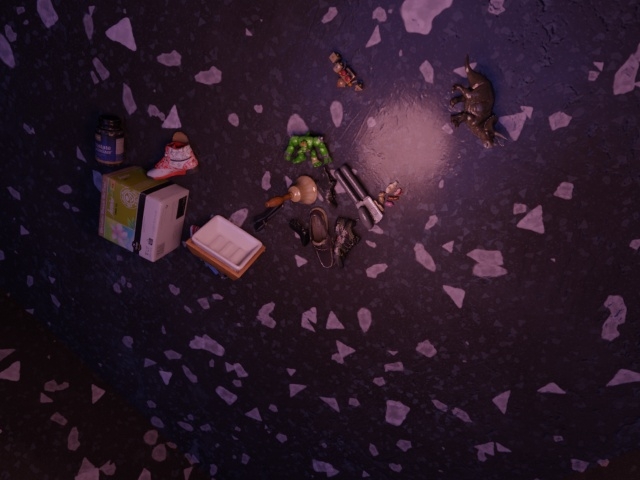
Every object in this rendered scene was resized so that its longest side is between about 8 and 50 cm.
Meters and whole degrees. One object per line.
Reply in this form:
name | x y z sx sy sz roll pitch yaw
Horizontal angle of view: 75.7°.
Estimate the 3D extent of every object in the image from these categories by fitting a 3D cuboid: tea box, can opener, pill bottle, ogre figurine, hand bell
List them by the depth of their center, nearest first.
ogre figurine | -0.057 -0.371 1.668 0.196 0.097 0.118 21 136 27
hand bell | -0.135 -0.178 1.672 0.126 0.242 0.126 18 119 35
can opener | 0.154 -0.180 1.676 0.074 0.093 0.280 -32 94 29
can opener | -0.235 -0.111 1.860 0.186 0.059 0.073 -39 69 19
pill bottle | -0.992 -0.469 1.936 0.122 0.123 0.219 20 117 11
tea box | -0.846 -0.133 1.970 0.323 0.220 0.329 24 118 9

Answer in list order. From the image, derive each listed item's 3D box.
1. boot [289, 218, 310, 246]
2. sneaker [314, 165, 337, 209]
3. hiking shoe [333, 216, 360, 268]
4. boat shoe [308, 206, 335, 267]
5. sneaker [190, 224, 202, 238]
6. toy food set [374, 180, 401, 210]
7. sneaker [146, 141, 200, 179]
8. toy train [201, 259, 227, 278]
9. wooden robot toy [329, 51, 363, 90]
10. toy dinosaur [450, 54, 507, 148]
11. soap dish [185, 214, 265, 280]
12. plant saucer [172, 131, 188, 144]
boot | -0.095 -0.037 1.840 0.099 0.045 0.121 38 154 23
sneaker | 0.038 -0.218 1.717 0.089 0.051 0.170 -33 95 32
hiking shoe | 0.114 0.015 1.757 0.114 0.086 0.227 3 103 0
boat shoe | 0.000 0.000 1.798 0.102 0.092 0.286 -3 111 19
sneaker | -0.606 -0.016 2.036 0.066 0.042 0.119 8 112 20
toy food set | 0.281 -0.178 1.668 0.122 0.019 0.078 -39 96 21
sneaker | -0.693 -0.368 1.879 0.269 0.090 0.145 -5 122 15
toy train | -0.510 0.111 2.039 0.105 0.080 0.184 -33 100 37
wooden robot toy | 0.080 -0.606 1.532 0.173 0.076 0.079 49 129 -5
toy dinosaur | 0.535 -0.473 1.417 0.160 0.121 0.314 -7 105 9
soap dish | -0.437 0.036 1.904 0.290 0.229 0.118 33 135 4
plant saucer | -0.634 -0.454 1.876 0.083 0.015 0.084 7 114 17
